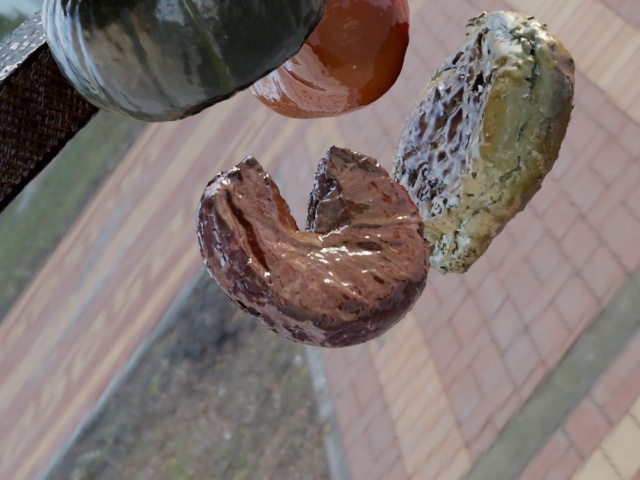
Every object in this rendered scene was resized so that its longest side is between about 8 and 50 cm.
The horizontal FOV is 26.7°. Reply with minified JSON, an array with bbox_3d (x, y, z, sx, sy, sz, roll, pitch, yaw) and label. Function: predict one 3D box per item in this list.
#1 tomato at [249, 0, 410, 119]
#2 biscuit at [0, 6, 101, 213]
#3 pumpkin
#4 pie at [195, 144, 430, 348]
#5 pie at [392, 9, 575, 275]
[{"bbox_3d":[-0.013,-0.256,1.433,0.180,0.260,0.260,-29,2,-29],"label":"tomato"},{"bbox_3d":[-0.294,-0.143,1.355,0.073,0.107,0.388,-1,36,29],"label":"biscuit"},{"bbox_3d":[-0.100,-0.186,0.994,0.224,0.157,0.223,-18,34,12],"label":"pumpkin"},{"bbox_3d":[0.000,0.000,1.220,0.219,0.204,0.054,-22,-22,-34],"label":"pie"},{"bbox_3d":[0.174,-0.124,1.473,0.308,0.085,0.308,-49,32,46],"label":"pie"}]
